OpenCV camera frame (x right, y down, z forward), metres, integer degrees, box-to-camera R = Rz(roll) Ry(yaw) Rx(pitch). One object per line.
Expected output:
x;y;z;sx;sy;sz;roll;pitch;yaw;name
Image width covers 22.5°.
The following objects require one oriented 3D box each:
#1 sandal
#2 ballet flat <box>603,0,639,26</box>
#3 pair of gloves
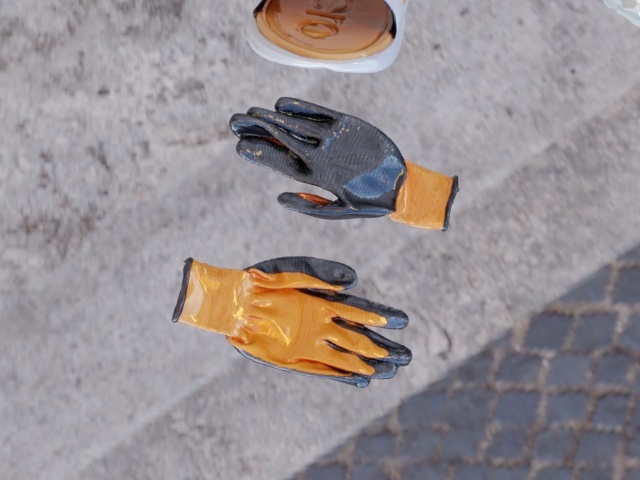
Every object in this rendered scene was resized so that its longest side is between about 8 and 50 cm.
0.016;-0.196;1.080;0.102;0.265;0.076;8;124;7;sandal
0.270;-0.105;0.531;0.409;0.147;0.147;12;121;17;ballet flat
0.000;0.000;0.480;0.074;0.010;0.083;20;70;-8;pair of gloves
